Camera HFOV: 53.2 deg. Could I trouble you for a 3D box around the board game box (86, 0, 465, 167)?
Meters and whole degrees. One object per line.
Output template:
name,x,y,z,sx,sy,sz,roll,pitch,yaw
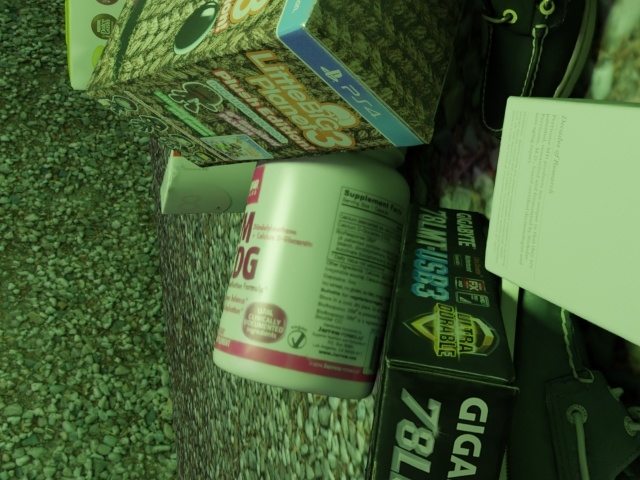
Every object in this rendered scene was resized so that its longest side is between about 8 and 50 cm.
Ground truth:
board game box,-0.033,-0.204,0.547,0.291,0.141,0.232,1,67,44

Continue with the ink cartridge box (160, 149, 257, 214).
ink cartridge box,-0.150,-0.114,1.031,0.232,0.188,0.066,136,128,-61

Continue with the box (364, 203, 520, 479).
box,0.070,0.151,0.474,0.295,0.073,0.294,-62,-22,-70

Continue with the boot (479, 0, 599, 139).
boot,0.093,-0.183,0.412,0.085,0.178,0.237,-133,47,-58

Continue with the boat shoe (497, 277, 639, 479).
boat shoe,0.159,0.133,0.416,0.116,0.099,0.320,45,-132,-69

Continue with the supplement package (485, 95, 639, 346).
supplement package,0.178,-0.010,0.308,0.179,0.105,0.105,-144,56,-65

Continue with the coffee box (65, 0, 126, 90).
coffee box,-0.341,-0.523,1.298,0.338,0.334,0.338,-114,31,-44

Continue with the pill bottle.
pill bottle,0.000,0.000,0.637,0.160,0.160,0.283,173,110,-69
